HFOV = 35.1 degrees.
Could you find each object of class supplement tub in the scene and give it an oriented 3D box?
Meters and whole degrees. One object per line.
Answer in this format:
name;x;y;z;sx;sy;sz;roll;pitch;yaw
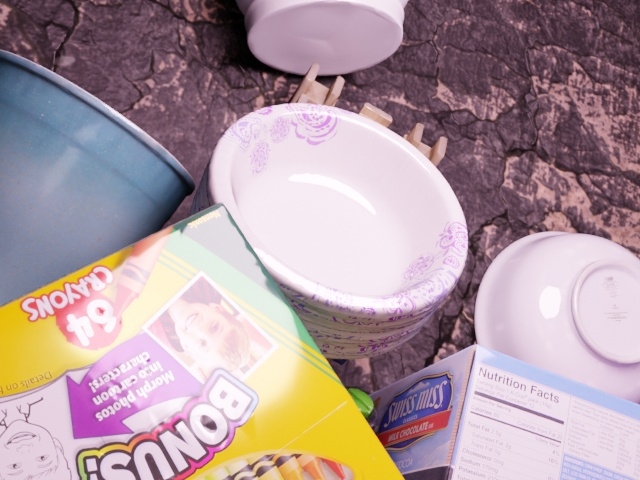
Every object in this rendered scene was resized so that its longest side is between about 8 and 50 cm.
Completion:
supplement tub;0.000;-0.414;1.357;0.241;0.241;0.331;4;71;-19

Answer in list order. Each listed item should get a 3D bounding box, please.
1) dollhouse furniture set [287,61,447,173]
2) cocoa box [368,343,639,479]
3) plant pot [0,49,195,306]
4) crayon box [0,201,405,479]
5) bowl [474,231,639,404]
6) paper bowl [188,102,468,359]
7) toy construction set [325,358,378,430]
dollhouse furniture set;0.023;-0.069;1.334;0.212;0.161;0.242;28;43;-10
cocoa box;0.172;0.285;1.127;0.232;0.347;0.227;21;66;-12
plant pot;-0.321;-0.027;1.112;0.272;0.272;0.255;33;79;-7
crayon box;-0.146;0.179;0.825;0.363;0.106;0.313;-29;81;-38
bowl;0.371;0.111;1.378;0.298;0.134;0.297;6;71;-19
paper bowl;0.000;0.000;1.075;0.284;0.148;0.284;14;48;-16
toy construction set;-0.119;0.190;1.108;0.309;0.237;0.257;21;29;-11
